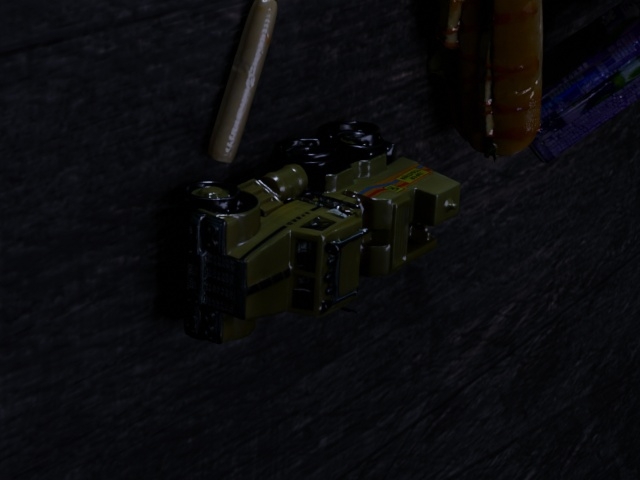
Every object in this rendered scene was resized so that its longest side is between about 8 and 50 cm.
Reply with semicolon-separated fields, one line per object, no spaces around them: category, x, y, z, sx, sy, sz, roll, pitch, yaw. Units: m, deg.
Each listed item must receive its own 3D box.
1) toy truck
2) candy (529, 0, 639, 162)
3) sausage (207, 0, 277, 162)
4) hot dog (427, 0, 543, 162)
toy truck;-0.005;-0.001;1.441;0.257;0.127;0.127;-22;124;-46
candy;0.314;-0.193;1.722;0.312;0.061;0.088;-34;142;11
sausage;-0.059;-0.124;1.391;0.024;0.024;0.132;14;94;-57
hot dog;0.144;-0.185;1.593;0.076;0.104;0.250;-36;137;-34
